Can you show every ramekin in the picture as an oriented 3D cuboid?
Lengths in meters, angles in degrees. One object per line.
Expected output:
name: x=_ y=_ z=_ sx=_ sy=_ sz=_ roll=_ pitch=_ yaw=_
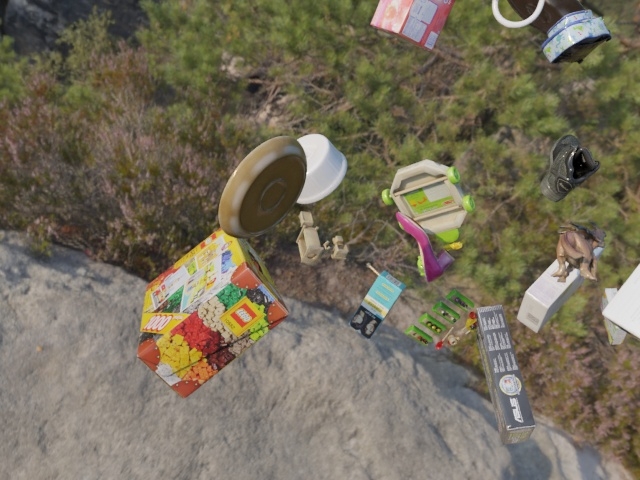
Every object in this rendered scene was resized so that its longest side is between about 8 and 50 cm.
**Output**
ramekin: x=-0.044 y=-0.295 z=2.045 sx=0.135 sy=0.277 sz=0.277 roll=48 pitch=30 yaw=-42

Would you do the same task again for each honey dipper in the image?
honey dipper: x=0.233 y=0.139 z=1.944 sx=0.031 sy=0.030 sz=0.161 roll=-22 pitch=57 yaw=-43

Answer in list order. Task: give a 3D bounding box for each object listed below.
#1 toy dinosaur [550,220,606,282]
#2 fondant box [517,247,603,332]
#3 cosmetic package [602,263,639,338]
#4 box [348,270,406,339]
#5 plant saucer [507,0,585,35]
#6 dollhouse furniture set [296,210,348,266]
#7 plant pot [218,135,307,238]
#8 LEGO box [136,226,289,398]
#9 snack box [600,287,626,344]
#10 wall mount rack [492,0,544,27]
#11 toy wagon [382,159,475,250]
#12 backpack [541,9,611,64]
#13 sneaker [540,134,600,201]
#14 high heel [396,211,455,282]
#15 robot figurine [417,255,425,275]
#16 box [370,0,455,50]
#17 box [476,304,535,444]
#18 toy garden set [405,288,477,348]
toy dinosaur: x=0.758 y=0.020 z=1.516 sx=0.296 sy=0.127 sz=0.200 roll=17 pitch=77 yaw=-53
fondant box: x=0.871 y=0.157 z=1.863 sx=0.330 sy=0.238 sz=0.096 roll=-43 pitch=60 yaw=-14
cosmetic package: x=0.698 y=0.149 z=1.013 sx=0.184 sy=0.151 sz=0.151 roll=41 pitch=11 yaw=38
box: x=0.205 y=0.237 z=1.868 sx=0.101 sy=0.244 sz=0.060 roll=35 pitch=25 yaw=15
plant saucer: x=0.663 y=-0.697 z=1.529 sx=0.311 sy=0.050 sz=0.310 roll=36 pitch=13 yaw=-10
dollhouse furniture set: x=0.000 y=0.000 z=1.890 sx=0.161 sy=0.101 sz=0.181 roll=7 pitch=45 yaw=-22
plant pot: x=-0.103 y=-0.096 z=1.022 sx=0.032 sy=0.236 sz=0.236 roll=37 pitch=41 yaw=22
LEGO box: x=-0.340 y=0.181 z=1.569 sx=0.193 sy=0.373 sz=0.500 roll=52 pitch=-3 yaw=-23
snack box: x=0.890 y=0.230 z=1.553 sx=0.037 sy=0.100 sz=0.141 roll=-4 pitch=49 yaw=14
wall mount rack: x=0.511 y=-0.640 z=1.089 sx=0.305 sy=0.349 sz=0.130 roll=15 pitch=8 yaw=15
toy wagon: x=0.384 y=-0.110 z=1.741 sx=0.344 sy=0.267 sz=0.068 roll=54 pitch=41 yaw=-24
backpack: x=0.531 y=-0.427 z=1.084 sx=0.115 sy=0.105 sz=0.084 roll=-20 pitch=79 yaw=-24
sneaker: x=0.628 y=-0.202 z=1.257 sx=0.087 sy=0.130 sz=0.227 roll=40 pitch=54 yaw=-4
high heel: x=0.308 y=0.021 z=1.643 sx=0.244 sy=0.117 sz=0.082 roll=42 pitch=15 yaw=-7
robot figurine: x=0.488 y=0.116 z=2.383 sx=0.067 sy=0.115 sz=0.101 roll=-12 pitch=63 yaw=9
box: x=0.291 y=-0.720 z=1.450 sx=0.154 sy=0.299 sz=0.142 roll=7 pitch=25 yaw=-39
box: x=0.419 y=0.313 z=1.179 sx=0.060 sy=0.216 sz=0.269 roll=-12 pitch=59 yaw=11
toy garden set: x=0.465 y=0.314 z=1.849 sx=0.204 sy=0.244 sz=0.049 roll=35 pitch=21 yaw=-25
